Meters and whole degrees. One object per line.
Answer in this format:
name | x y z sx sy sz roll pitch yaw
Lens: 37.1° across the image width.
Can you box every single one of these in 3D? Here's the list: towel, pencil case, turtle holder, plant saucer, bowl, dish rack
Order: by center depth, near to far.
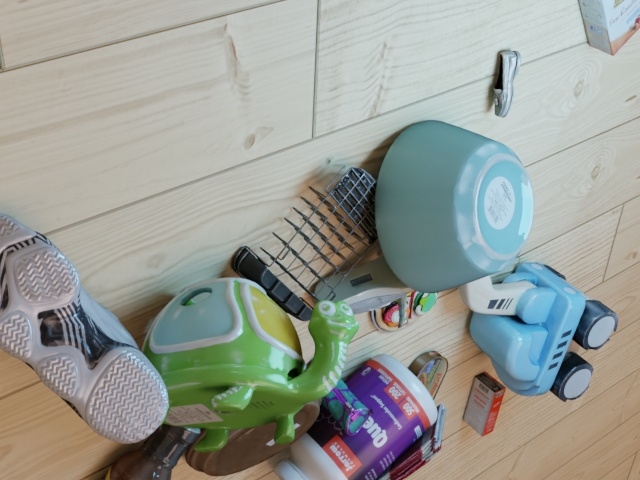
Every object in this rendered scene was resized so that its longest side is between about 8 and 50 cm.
turtle holder | -0.127 0.172 1.441 0.243 0.228 0.320 22 144 -37
dish rack | 0.000 0.000 1.621 0.271 0.074 0.208 -50 143 -6
bowl | 0.256 -0.057 1.658 0.311 0.163 0.312 -4 95 -44
plant saucer | -0.112 0.346 1.726 0.277 0.041 0.278 -26 153 -15
pencil case | 0.031 0.295 1.811 0.064 0.152 0.070 -32 144 -19
towel | 0.129 0.479 1.981 0.329 0.037 0.237 -41 180 13

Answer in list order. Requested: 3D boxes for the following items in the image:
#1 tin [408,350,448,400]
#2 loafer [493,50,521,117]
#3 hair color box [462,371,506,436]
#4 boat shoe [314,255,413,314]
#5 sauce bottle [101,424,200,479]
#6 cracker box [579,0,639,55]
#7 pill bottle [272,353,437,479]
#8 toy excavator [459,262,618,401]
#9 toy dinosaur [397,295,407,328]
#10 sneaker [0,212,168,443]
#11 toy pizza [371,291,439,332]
tin | 0.220 0.329 2.119 0.106 0.040 0.190 3 117 -41
loafer | 0.334 -0.288 1.755 0.039 0.045 0.125 -1 114 -25
hair color box | 0.398 0.398 2.319 0.043 0.072 0.141 -17 130 -35
boat shoe | 0.098 0.087 1.749 0.227 0.079 0.081 -15 148 -7
sauce bottle | -0.327 0.439 1.601 0.344 0.111 0.111 -53 142 0
cracker box | 0.564 -0.486 1.804 0.156 0.067 0.232 -46 141 -8
pill bottle | 0.066 0.389 1.895 0.323 0.181 0.181 -41 140 -15
toy excavator | 0.419 0.150 2.063 0.445 0.222 0.433 -2 120 -34
toy dinosaur | 0.172 0.033 1.806 0.118 0.064 0.268 -22 122 -15
sneaker | -0.362 0.113 1.302 0.137 0.210 0.366 -42 106 -13
toy pizza | 0.184 0.104 1.910 0.201 0.032 0.201 -26 135 -29
